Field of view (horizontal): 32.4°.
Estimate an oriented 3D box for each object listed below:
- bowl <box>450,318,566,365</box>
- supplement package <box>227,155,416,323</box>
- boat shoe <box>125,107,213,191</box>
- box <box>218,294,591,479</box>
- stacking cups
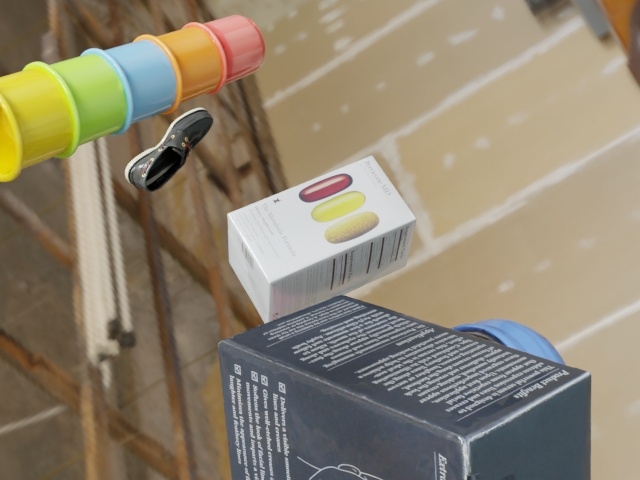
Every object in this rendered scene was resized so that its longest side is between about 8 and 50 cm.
[{"bbox_3d":[0.236,0.310,1.665,0.077,0.391,0.391,10,-139,-29],"label":"bowl"},{"bbox_3d":[0.000,0.000,1.636,0.139,0.244,0.134,57,159,27],"label":"supplement package"},{"bbox_3d":[-0.175,-0.108,1.335,0.042,0.133,0.049,29,154,37],"label":"boat shoe"},{"bbox_3d":[0.091,0.263,1.268,0.212,0.395,0.294,-18,-67,-39],"label":"box"},{"bbox_3d":[-0.188,-0.153,1.055,0.316,0.096,0.096,-31,-90,-42],"label":"stacking cups"}]
